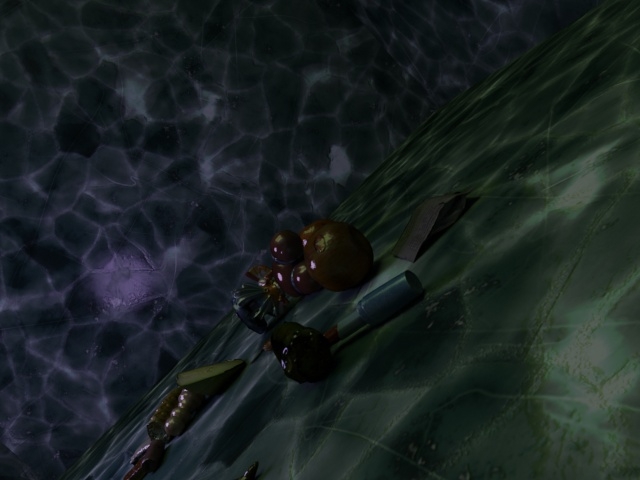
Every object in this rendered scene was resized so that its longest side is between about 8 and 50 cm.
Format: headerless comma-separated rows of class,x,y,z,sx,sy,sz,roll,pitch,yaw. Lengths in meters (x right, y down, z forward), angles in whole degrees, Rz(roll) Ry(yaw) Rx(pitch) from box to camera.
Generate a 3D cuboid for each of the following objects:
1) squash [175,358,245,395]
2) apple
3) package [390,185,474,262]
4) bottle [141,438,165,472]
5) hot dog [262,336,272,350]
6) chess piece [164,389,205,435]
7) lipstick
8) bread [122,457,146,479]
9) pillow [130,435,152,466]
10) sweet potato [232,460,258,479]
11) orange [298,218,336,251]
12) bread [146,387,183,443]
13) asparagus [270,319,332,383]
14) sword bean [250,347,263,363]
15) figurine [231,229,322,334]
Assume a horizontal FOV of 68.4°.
squash,-0.401,0.472,1.715,0.154,0.204,0.237,-68,13,-8
apple,0.054,0.050,1.428,0.188,0.211,0.211,-39,8,19
package,0.293,-0.053,1.291,0.251,0.062,0.204,-48,6,-3
bottle,-0.550,0.708,1.551,0.053,0.053,0.140,-44,7,-5
hot dog,-0.155,0.338,1.577,0.083,0.035,0.058,-43,7,10
chess piece,-0.487,0.607,1.664,0.094,0.094,0.170,-39,13,34
lipstick,0.103,0.162,1.046,0.274,0.068,0.061,-40,11,29
bread,-0.616,0.780,1.570,0.090,0.035,0.094,-45,7,-16
pillow,-0.623,0.741,1.793,0.148,0.050,0.229,-35,9,10
sweet potato,-0.176,0.476,0.905,0.153,0.038,0.041,-39,31,17
orange,0.000,0.000,2.158,0.224,0.170,0.224,-27,-7,-4
bread,-0.561,0.648,1.769,0.269,0.098,0.087,-76,9,-77
asparagus,-0.066,0.268,1.194,0.108,0.128,0.382,-10,-2,-13
sword bean,-0.219,0.403,1.660,0.012,0.012,0.083,-35,10,50
figurine,-0.169,0.169,1.859,0.388,0.276,0.248,-40,-16,8
